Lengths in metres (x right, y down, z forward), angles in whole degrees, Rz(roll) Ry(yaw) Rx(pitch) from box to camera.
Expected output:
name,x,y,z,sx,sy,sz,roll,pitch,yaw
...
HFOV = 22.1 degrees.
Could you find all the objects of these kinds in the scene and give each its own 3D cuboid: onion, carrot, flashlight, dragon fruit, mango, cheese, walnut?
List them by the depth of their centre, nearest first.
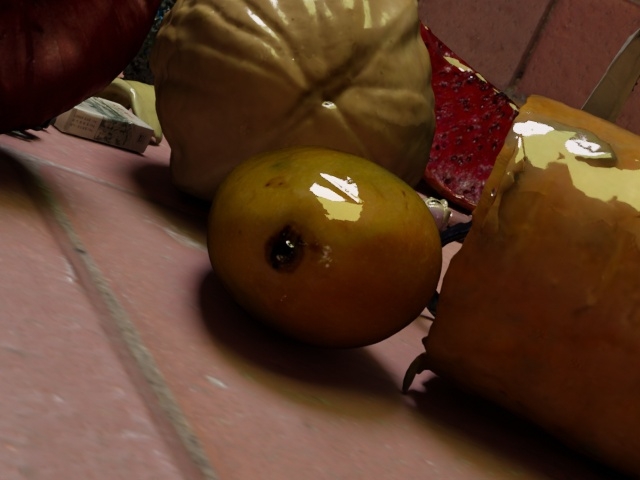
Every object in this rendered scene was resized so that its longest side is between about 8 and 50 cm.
name,x,y,z,sx,sy,sz,roll,pitch,yaw
mango,0.000,0.000,0.990,0.138,0.113,0.253,12,6,-8
carrot,0.245,0.057,0.991,0.340,0.224,0.224,21,10,7
onion,-0.234,-0.184,1.058,0.273,0.273,0.285,24,-18,-5
walnut,-0.020,-0.110,1.211,0.225,0.225,0.261,23,5,-13
cheese,-0.153,-0.112,1.356,0.084,0.041,0.060,33,11,39
flashlight,0.130,-0.018,1.571,0.110,0.031,0.052,19,12,-29
dragon fruit,0.157,-0.104,1.842,0.262,0.134,0.211,41,0,1

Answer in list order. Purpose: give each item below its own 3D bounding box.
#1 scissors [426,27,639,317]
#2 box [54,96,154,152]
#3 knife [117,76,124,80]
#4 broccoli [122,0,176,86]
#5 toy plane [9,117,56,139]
name,x,y,z,sx,sy,sz,roll,pitch,yaw
scissors,0.154,-0.035,1.095,0.109,0.300,0.022,26,41,1
box,-0.177,-0.095,1.274,0.083,0.024,0.054,14,14,-46
knife,-0.178,-0.149,1.560,0.023,0.010,0.170,30,13,19
broccoli,-0.118,-0.190,1.532,0.167,0.155,0.160,26,3,17
toy plane,-0.242,-0.107,1.154,0.145,0.037,0.060,20,8,-30
